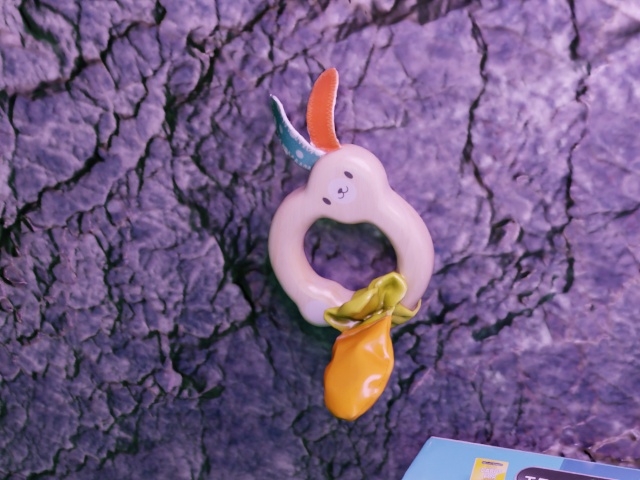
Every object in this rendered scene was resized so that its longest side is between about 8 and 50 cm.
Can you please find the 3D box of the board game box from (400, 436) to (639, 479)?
[{"bbox_3d":[0.240,0.298,0.908,0.336,0.079,0.253,5,119,28],"label":"board game box"}]

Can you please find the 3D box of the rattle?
[{"bbox_3d":[0.000,0.000,0.826,0.130,0.143,0.199,12,128,31],"label":"rattle"}]
